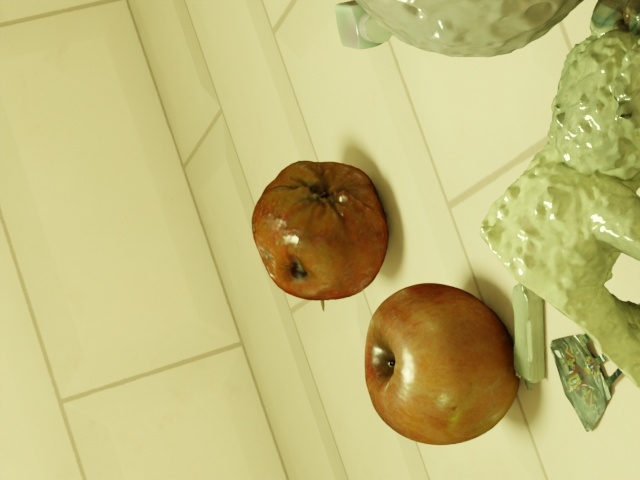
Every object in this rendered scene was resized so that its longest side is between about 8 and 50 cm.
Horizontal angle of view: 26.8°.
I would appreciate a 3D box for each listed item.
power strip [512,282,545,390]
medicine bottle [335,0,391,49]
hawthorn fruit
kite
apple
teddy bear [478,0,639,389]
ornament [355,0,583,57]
[{"bbox_3d":[0.307,0.141,1.978,0.047,0.030,0.191,41,143,55],"label":"power strip"},{"bbox_3d":[0.072,-0.351,2.182,0.118,0.055,0.074,-151,48,-65],"label":"medicine bottle"},{"bbox_3d":[0.001,-0.017,2.395,0.262,0.258,0.258,77,172,-78],"label":"hawthorn fruit"},{"bbox_3d":[0.374,0.170,1.840,0.245,0.015,0.141,110,138,-65],"label":"kite"},{"bbox_3d":[0.191,0.189,2.082,0.253,0.253,0.254,163,90,-71],"label":"apple"},{"bbox_3d":[0.372,-0.061,1.496,0.375,0.362,0.327,39,-169,-15],"label":"teddy bear"},{"bbox_3d":[0.168,-0.362,1.495,0.337,0.337,0.337,163,90,-71],"label":"ornament"}]
